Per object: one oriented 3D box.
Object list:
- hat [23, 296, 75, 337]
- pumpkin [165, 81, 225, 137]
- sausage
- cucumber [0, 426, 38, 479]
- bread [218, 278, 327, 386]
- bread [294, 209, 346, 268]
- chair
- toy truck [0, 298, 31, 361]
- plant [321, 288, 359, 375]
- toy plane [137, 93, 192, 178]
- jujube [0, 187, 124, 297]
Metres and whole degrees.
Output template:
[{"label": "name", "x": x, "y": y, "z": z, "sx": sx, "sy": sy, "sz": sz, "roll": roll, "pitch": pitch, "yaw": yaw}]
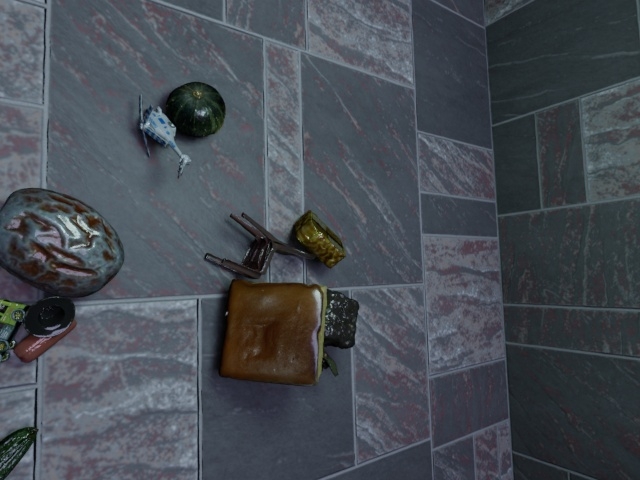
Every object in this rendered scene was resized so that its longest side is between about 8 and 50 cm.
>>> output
[{"label": "hat", "x": -0.702, "y": 0.191, "z": 1.093, "sx": 0.121, "sy": 0.050, "sz": 0.121, "roll": -14, "pitch": 114, "yaw": -33}, {"label": "pumpkin", "x": -0.401, "y": -0.425, "z": 1.375, "sx": 0.190, "sy": 0.146, "sz": 0.191, "roll": 2, "pitch": 74, "yaw": -7}, {"label": "sausage", "x": -0.731, "y": 0.255, "z": 1.122, "sx": 0.154, "sy": 0.062, "sz": 0.062, "roll": -46, "pitch": 111, "yaw": -30}, {"label": "cucumber", "x": -0.813, "y": 0.574, "z": 1.029, "sx": 0.077, "sy": 0.077, "sz": 0.265, "roll": 44, "pitch": 61, "yaw": -24}, {"label": "bread", "x": -0.151, "y": 0.295, "z": 1.389, "sx": 0.143, "sy": 0.332, "sz": 0.324, "roll": 43, "pitch": 49, "yaw": -76}, {"label": "bread", "x": 0.000, "y": 0.000, "z": 1.614, "sx": 0.096, "sy": 0.181, "sz": 0.222, "roll": -40, "pitch": 117, "yaw": 15}, {"label": "chair", "x": -0.196, "y": 0.055, "z": 1.463, "sx": 0.326, "sy": 0.175, "sz": 0.183, "roll": 32, "pitch": 76, "yaw": -31}, {"label": "toy truck", "x": -0.815, "y": 0.228, "z": 1.059, "sx": 0.100, "sy": 0.077, "sz": 0.169, "roll": 25, "pitch": 74, "yaw": -17}, {"label": "plant", "x": 0.004, "y": 0.342, "z": 1.552, "sx": 0.213, "sy": 0.215, "sz": 0.313, "roll": 32, "pitch": 71, "yaw": -29}, {"label": "toy plane", "x": -0.465, "y": -0.323, "z": 1.285, "sx": 0.107, "sy": 0.273, "sz": 0.182, "roll": -24, "pitch": 135, "yaw": -43}, {"label": "jujube", "x": -0.670, "y": 0.012, "z": 1.096, "sx": 0.308, "sy": 0.215, "sz": 0.247, "roll": 30, "pitch": 65, "yaw": -35}]
